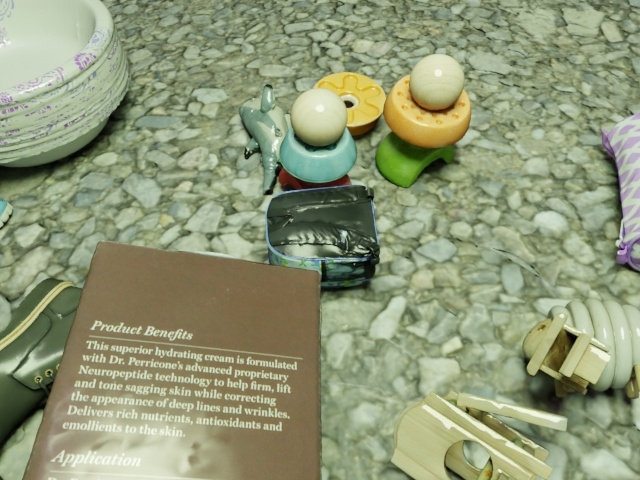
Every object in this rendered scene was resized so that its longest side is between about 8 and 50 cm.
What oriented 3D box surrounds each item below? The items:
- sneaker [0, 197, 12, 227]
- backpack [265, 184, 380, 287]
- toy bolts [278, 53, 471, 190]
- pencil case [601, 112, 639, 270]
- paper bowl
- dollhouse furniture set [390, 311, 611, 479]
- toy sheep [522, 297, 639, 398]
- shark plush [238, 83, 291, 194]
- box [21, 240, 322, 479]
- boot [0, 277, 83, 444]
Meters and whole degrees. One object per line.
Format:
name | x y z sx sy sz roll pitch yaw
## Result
sneaker | -0.465 -0.055 0.675 0.162 0.073 0.063 0 51 4
backpack | 0.000 0.000 0.590 0.114 0.084 0.105 -1 52 -2
toy bolts | 0.038 -0.153 0.651 0.229 0.158 0.218 -34 64 -21
pencil case | 0.367 -0.054 0.614 0.088 0.086 0.206 -7 44 29
paper bowl | -0.403 -0.212 0.753 0.284 0.148 0.284 -2 50 2
dollhouse furniture set | 0.127 0.109 0.394 0.101 0.182 0.160 29 87 25
toy sheep | 0.249 0.094 0.496 0.132 0.091 0.091 -1 50 9
shark plush | -0.072 -0.126 0.741 0.067 0.073 0.161 -18 70 14
box | -0.097 0.136 0.407 0.169 0.167 0.203 9 49 -11
boot | -0.237 0.126 0.514 0.137 0.076 0.197 11 53 7
